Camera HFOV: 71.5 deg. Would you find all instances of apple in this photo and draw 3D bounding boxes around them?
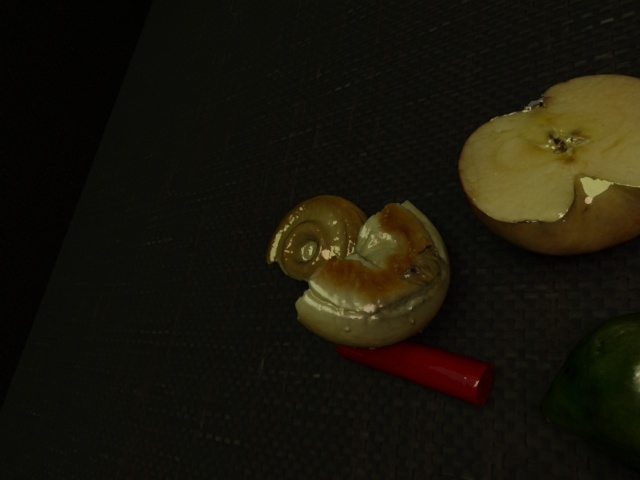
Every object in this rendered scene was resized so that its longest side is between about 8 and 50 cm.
[{"bbox_3d":[0.369,-0.092,0.670,0.293,0.163,0.251,-19,46,16],"label":"apple"}]

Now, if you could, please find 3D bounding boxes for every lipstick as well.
[{"bbox_3d":[0.148,0.204,0.764,0.280,0.073,0.073,8,74,41],"label":"lipstick"}]

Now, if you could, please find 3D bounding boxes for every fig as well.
[{"bbox_3d":[0.368,0.190,0.519,0.245,0.196,0.195,-32,51,34],"label":"fig"}]

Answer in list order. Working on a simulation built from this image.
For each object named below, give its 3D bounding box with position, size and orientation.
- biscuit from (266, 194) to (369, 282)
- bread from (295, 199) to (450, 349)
[{"bbox_3d":[-0.001,-0.001,0.974,0.274,0.091,0.213,15,80,45],"label":"biscuit"},{"bbox_3d":[0.120,0.071,0.770,0.192,0.171,0.314,25,52,20],"label":"bread"}]
